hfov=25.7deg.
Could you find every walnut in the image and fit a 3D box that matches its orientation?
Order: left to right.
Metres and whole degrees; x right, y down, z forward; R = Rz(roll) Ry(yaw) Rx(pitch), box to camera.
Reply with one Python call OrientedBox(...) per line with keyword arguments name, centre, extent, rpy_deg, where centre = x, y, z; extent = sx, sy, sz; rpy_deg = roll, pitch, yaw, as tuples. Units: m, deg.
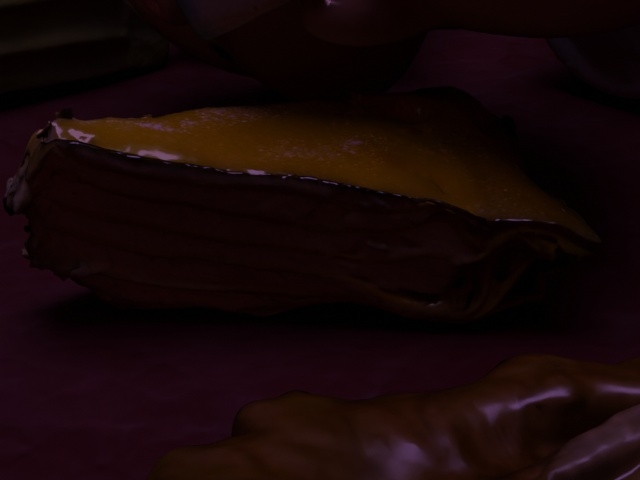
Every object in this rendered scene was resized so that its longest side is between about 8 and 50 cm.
OrientedBox(name="walnut", centre=(0.043, 0.079, 0.304), extent=(0.170, 0.069, 0.143), rpy_deg=(-8, 27, -17))

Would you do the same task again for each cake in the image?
OrientedBox(name="cake", centre=(-0.001, 0.004, 0.468), extent=(0.185, 0.079, 0.116), rpy_deg=(-7, 39, -34))

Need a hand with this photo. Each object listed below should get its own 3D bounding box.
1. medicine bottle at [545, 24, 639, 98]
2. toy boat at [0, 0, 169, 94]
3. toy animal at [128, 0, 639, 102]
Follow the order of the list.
OrientedBox(name="medicine bottle", centre=(0.244, -0.167, 0.719), extent=(0.179, 0.124, 0.324), rpy_deg=(22, 33, 39))
OrientedBox(name="toy boat", centre=(-0.207, -0.104, 0.643), extent=(0.276, 0.084, 0.111), rpy_deg=(-15, 33, -28))
OrientedBox(name="toy animal", centre=(0.020, -0.137, 0.524), extent=(0.256, 0.195, 0.213), rpy_deg=(-13, 24, 30))
